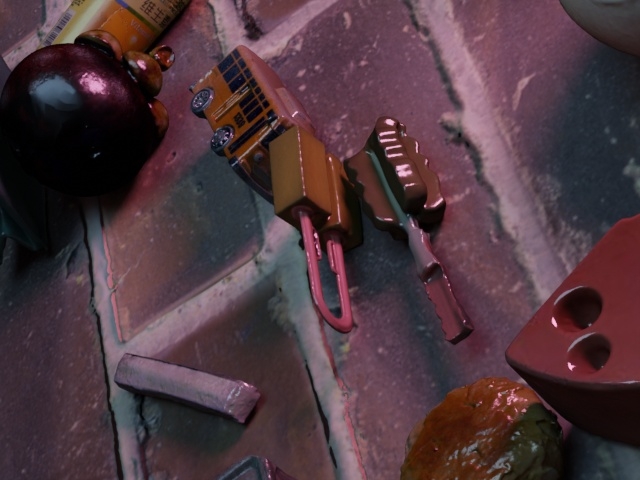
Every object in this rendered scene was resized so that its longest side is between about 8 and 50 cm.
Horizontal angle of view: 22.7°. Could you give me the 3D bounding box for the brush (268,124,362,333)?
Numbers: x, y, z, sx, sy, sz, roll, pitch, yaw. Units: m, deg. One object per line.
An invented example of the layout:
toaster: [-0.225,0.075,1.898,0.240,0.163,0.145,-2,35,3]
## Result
brush: [0.000,0.000,1.618,0.047,0.103,0.233,-29,45,25]

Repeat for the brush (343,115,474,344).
brush: [0.096,-0.006,1.567,0.084,0.071,0.301,-46,39,21]

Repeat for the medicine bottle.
medicine bottle: [-0.258,-0.292,2.057,0.239,0.124,0.124,-51,40,-2]

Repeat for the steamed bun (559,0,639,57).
steamed bun: [0.353,-0.286,1.467,0.283,0.177,0.283,-26,45,30]

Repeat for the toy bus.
toy bus: [-0.069,-0.131,1.791,0.103,0.091,0.182,-41,39,10]

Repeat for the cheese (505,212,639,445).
cheese: [0.289,0.087,1.284,0.203,0.128,0.177,-47,42,-4]

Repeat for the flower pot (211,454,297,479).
flower pot: [-0.018,0.291,1.401,0.103,0.108,0.229,-44,41,3]

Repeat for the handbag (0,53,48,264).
handbag: [-0.434,-0.136,1.967,0.100,0.274,0.268,-19,48,8]

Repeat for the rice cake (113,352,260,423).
rice cake: [-0.142,0.153,1.675,0.207,0.036,0.047,7,77,44]

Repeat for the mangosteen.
mangosteen: [-0.274,-0.164,1.929,0.194,0.194,0.230,18,57,47]

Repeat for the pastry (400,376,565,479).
pastry: [0.138,0.186,1.362,0.153,0.081,0.153,-32,35,26]
